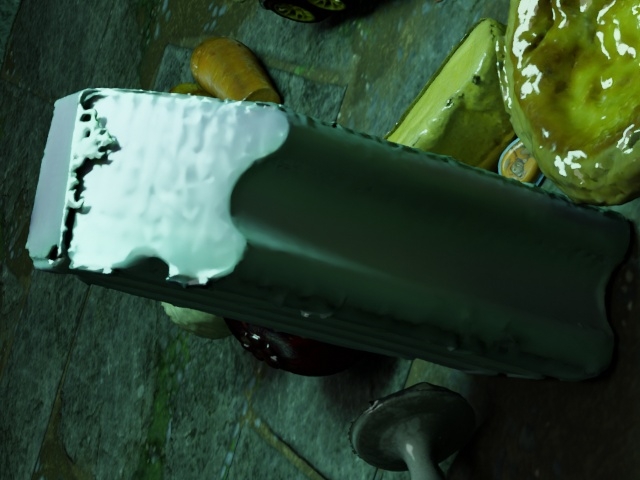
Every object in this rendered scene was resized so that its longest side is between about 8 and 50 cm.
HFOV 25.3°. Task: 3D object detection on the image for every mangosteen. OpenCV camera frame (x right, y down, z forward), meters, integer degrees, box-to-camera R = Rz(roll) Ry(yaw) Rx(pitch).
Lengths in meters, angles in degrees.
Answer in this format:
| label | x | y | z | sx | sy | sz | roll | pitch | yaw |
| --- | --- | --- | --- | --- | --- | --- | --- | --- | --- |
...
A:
| label | x | y | z | sx | sy | sz | roll | pitch | yaw |
| --- | --- | --- | --- | --- | --- | --- | --- | --- | --- |
| mangosteen | -0.007 | 0.044 | 1.484 | 0.200 | 0.200 | 0.200 | -37 | 45 | 50 |

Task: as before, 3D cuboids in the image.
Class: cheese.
| label | x | y | z | sx | sy | sz | roll | pitch | yaw |
| --- | --- | --- | --- | --- | --- | --- | --- | --- | --- |
| cheese | 0.199 | -0.087 | 1.301 | 0.047 | 0.017 | 0.111 | 46 | 118 | 21 |

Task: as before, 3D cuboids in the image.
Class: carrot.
| label | x | y | z | sx | sy | sz | roll | pitch | yaw |
| --- | --- | --- | --- | --- | --- | --- | --- | --- | --- |
| carrot | -0.112 | -0.217 | 1.892 | 0.193 | 0.087 | 0.087 | 42 | 113 | 55 |

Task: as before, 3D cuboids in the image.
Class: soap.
| label | x | y | z | sx | sy | sz | roll | pitch | yaw |
| --- | --- | --- | --- | --- | --- | --- | --- | --- | --- |
| soap | 0.000 | 0.000 | 1.171 | 0.261 | 0.446 | 0.156 | -3 | 74 | 62 |

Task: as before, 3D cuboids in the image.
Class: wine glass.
| label | x | y | z | sx | sy | sz | roll | pitch | yaw |
| --- | --- | --- | --- | --- | --- | --- | --- | --- | --- |
| wine glass | 0.102 | 0.248 | 1.203 | 0.126 | 0.126 | 0.241 | -54 | 31 | 34 |

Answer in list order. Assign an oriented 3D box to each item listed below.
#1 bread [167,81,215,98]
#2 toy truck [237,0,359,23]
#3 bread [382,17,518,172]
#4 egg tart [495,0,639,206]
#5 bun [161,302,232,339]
| label | x | y | z | sx | sy | sz | roll | pitch | yaw |
| --- | --- | --- | --- | --- | --- | --- | --- | --- | --- |
| bread | -0.149 | -0.089 | 1.892 | 0.344 | 0.084 | 0.124 | -111 | 22 | -49 |
| toy truck | -0.005 | -0.379 | 1.591 | 0.405 | 0.254 | 0.181 | -4 | 69 | 60 |
| bread | 0.128 | -0.107 | 1.376 | 0.245 | 0.094 | 0.102 | -51 | 27 | 36 |
| egg tart | 0.276 | -0.177 | 1.095 | 0.341 | 0.129 | 0.341 | -37 | 45 | 48 |
| bun | -0.083 | 0.008 | 1.645 | 0.244 | 0.153 | 0.244 | -48 | 26 | 33 |
